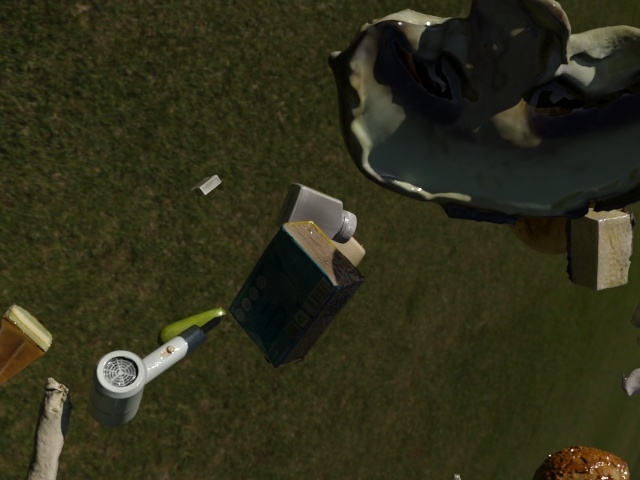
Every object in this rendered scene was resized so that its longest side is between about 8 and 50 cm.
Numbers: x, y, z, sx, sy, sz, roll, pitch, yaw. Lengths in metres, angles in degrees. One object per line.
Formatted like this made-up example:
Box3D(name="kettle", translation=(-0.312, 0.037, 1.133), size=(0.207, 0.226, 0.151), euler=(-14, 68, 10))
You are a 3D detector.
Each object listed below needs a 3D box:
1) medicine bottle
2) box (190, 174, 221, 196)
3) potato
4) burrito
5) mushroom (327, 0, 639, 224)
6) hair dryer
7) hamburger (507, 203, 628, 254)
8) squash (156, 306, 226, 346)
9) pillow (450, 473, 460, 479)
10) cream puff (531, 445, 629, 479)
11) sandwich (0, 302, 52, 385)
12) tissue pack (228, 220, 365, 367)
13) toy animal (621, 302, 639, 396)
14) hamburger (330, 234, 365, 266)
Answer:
Box3D(name="medicine bottle", translation=(-0.005, -0.060, 1.833), size=(0.189, 0.088, 0.131), euler=(21, 91, -26))
Box3D(name="box", translation=(-0.279, -0.132, 1.678), size=(0.054, 0.083, 0.024), euler=(-40, 107, -22))
Box3D(name="potato", translation=(0.417, 0.013, 1.033), size=(0.086, 0.061, 0.122), euler=(-10, 106, -19))
Box3D(name="burrito", translation=(-0.562, 0.421, 1.420), size=(0.059, 0.082, 0.275), euler=(11, 92, -37))
Box3D(name="mushroom", translation=(0.184, -0.141, 0.683), size=(0.130, 0.345, 0.247), euler=(-86, 171, -56))
Box3D(name="hair dryer", translation=(-0.338, 0.245, 1.501), size=(0.357, 0.107, 0.173), euler=(-36, 166, -38))
Box3D(name="hamburger", translation=(0.447, -0.129, 1.242), size=(0.284, 0.174, 0.304), euler=(-111, -154, -56))
Box3D(name="squash", translation=(-0.355, 0.238, 1.907), size=(0.201, 0.066, 0.066), euler=(-26, 135, -9))
Box3D(name="pillow", translation=(0.313, 0.768, 1.736), size=(0.280, 0.076, 0.274), euler=(85, 22, -50))
Box3D(name="cream puff", translation=(0.575, 0.560, 1.410), size=(0.303, 0.303, 0.212), euler=(-24, 155, -55))
Box3D(name="sandwich", translation=(-0.655, 0.221, 1.420), size=(0.163, 0.079, 0.113), euler=(-35, 109, 5))
Box3D(name="tissue pack", translation=(-0.054, 0.114, 1.480), size=(0.134, 0.192, 0.270), euler=(-12, 145, -52))
Box3D(name="toy animal", translation=(0.852, 0.267, 1.688), size=(0.325, 0.209, 0.154), euler=(-52, 167, -33))
Box3D(name="hamburger", translation=(0.000, 0.000, 2.158), size=(0.170, 0.302, 0.302), euler=(-45, 149, 4))
